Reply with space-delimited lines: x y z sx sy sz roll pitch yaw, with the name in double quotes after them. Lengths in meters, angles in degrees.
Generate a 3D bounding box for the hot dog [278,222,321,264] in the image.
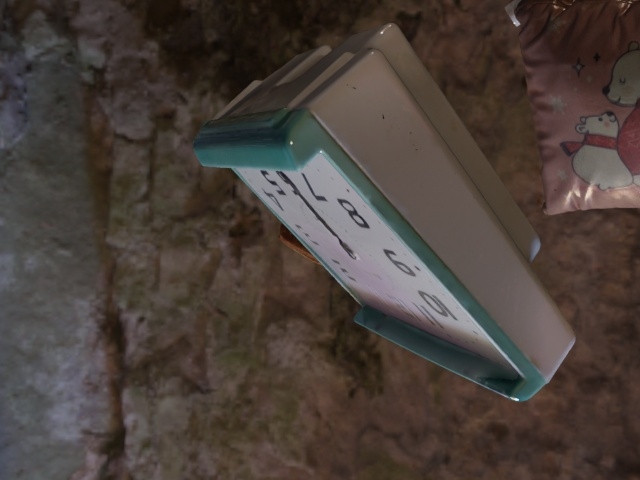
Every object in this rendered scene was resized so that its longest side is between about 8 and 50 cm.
0.001 0.000 1.197 0.038 0.144 0.062 -3 114 -54 "hot dog"

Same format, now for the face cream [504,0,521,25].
0.319 -0.348 1.187 0.034 0.130 0.034 45 26 -29 "face cream"

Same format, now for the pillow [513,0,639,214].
0.287 -0.114 0.749 0.084 0.236 0.223 -46 126 -38 "pillow"

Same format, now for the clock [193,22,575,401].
0.042 -0.026 0.605 0.116 0.231 0.262 -46 -163 -9 "clock"
